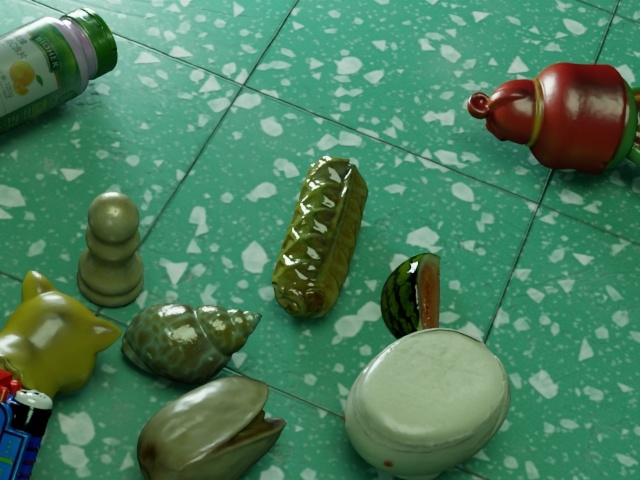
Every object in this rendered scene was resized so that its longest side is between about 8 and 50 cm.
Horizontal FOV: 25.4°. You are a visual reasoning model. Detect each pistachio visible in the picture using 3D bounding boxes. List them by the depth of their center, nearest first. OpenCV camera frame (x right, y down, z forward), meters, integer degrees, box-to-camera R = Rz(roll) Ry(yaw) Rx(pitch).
[{"bbox_3d":[-0.136,0.247,1.768,0.206,0.131,0.129,-31,106,-31],"label":"pistachio"}]

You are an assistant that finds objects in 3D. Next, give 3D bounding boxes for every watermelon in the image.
[{"bbox_3d":[0.133,0.071,2.003,0.087,0.069,0.163,7,53,-5],"label":"watermelon"}]

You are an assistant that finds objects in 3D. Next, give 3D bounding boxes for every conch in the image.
[{"bbox_3d":[-0.182,0.130,1.872,0.173,0.106,0.116,22,30,24],"label":"conch"}]

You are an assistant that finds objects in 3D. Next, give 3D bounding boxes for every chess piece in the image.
[{"bbox_3d":[-0.276,0.004,1.906,0.094,0.170,0.094,7,50,-8],"label":"chess piece"}]

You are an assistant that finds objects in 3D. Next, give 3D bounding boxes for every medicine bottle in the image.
[{"bbox_3d":[-0.436,-0.247,2.100,0.274,0.133,0.133,-33,64,-32],"label":"medicine bottle"}]

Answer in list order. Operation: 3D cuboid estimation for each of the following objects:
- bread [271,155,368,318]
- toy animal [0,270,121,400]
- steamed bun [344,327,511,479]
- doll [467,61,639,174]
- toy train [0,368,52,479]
[{"bbox_3d":[-0.001,-0.001,2.022,0.087,0.098,0.269,-11,42,30],"label":"bread"},{"bbox_3d":[-0.375,0.154,1.787,0.156,0.156,0.230,32,56,14],"label":"toy animal"},{"bbox_3d":[0.134,0.221,1.842,0.228,0.130,0.177,-30,61,-29],"label":"steamed bun"},{"bbox_3d":[0.405,-0.191,2.211,0.363,0.160,0.182,5,58,-8],"label":"doll"},{"bbox_3d":[-0.378,0.263,1.668,0.131,0.083,0.204,18,92,2],"label":"toy train"}]
